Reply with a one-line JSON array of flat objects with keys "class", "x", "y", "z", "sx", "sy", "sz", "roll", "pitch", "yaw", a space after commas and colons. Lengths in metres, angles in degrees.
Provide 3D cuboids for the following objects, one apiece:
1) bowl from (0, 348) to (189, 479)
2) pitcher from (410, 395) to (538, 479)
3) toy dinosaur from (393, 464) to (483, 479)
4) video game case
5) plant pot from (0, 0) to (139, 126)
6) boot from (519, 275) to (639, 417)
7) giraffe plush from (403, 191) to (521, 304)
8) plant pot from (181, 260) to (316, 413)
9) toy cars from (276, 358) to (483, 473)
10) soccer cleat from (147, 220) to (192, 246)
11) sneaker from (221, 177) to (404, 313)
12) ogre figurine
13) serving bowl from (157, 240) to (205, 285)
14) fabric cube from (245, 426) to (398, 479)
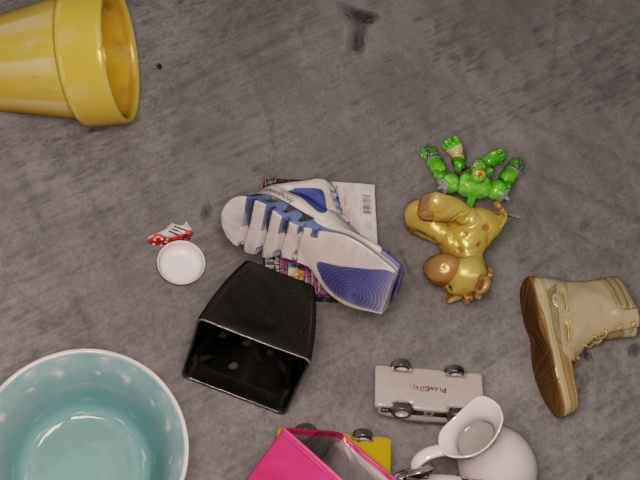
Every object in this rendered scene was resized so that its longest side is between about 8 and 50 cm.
[{"class": "bowl", "x": -0.360, "y": 0.337, "z": 1.469, "sx": 0.312, "sy": 0.163, "sz": 0.311, "roll": 5, "pitch": 65, "yaw": -10}, {"class": "pitcher", "x": 0.252, "y": 0.362, "z": 1.571, "sx": 0.178, "sy": 0.207, "sz": 0.125, "roll": -31, "pitch": 43, "yaw": 9}, {"class": "toy dinosaur", "x": 0.131, "y": 0.471, "z": 1.507, "sx": 0.164, "sy": 0.322, "sz": 0.218, "roll": -6, "pitch": 77, "yaw": -57}, {"class": "video game case", "x": 0.000, "y": 0.000, "z": 1.760, "sx": 0.210, "sy": 0.042, "sz": 0.232, "roll": 2, "pitch": 66, "yaw": -11}, {"class": "plant pot", "x": -0.466, "y": -0.319, "z": 1.712, "sx": 0.239, "sy": 0.254, "sz": 0.254, "roll": -6, "pitch": 67, "yaw": 4}, {"class": "boot", "x": 0.483, "y": 0.185, "z": 1.749, "sx": 0.204, "sy": 0.095, "sz": 0.261, "roll": -1, "pitch": 62, "yaw": -13}, {"class": "giraffe plush", "x": 0.246, "y": 0.024, "z": 1.737, "sx": 0.210, "sy": 0.181, "sz": 0.170, "roll": 7, "pitch": 76, "yaw": 10}, {"class": "plant pot", "x": -0.104, "y": 0.148, "z": 1.605, "sx": 0.188, "sy": 0.187, "sz": 0.167, "roll": 20, "pitch": 50, "yaw": -2}, {"class": "toy cars", "x": 0.100, "y": 0.318, "z": 1.615, "sx": 0.394, "sy": 0.087, "sz": 0.176, "roll": -29, "pitch": 59, "yaw": -26}, {"class": "soccer cleat", "x": -0.269, "y": -0.013, "z": 1.721, "sx": 0.083, "sy": 0.029, "sz": 0.035, "roll": -12, "pitch": 60, "yaw": -20}, {"class": "sneaker", "x": 0.010, "y": -0.022, "z": 1.639, "sx": 0.316, "sy": 0.127, "sz": 0.182, "roll": 27, "pitch": 36, "yaw": 10}, {"class": "ogre figurine", "x": 0.294, "y": -0.127, "z": 1.853, "sx": 0.197, "sy": 0.097, "sz": 0.118, "roll": 22, "pitch": 45, "yaw": -18}, {"class": "serving bowl", "x": -0.245, "y": 0.043, "z": 1.699, "sx": 0.083, "sy": 0.027, "sz": 0.083, "roll": 5, "pitch": 66, "yaw": -10}, {"class": "fabric cube", "x": 0.007, "y": 0.442, "z": 1.344, "sx": 0.254, "sy": 0.259, "sz": 0.258, "roll": 36, "pitch": 92, "yaw": 23}]
